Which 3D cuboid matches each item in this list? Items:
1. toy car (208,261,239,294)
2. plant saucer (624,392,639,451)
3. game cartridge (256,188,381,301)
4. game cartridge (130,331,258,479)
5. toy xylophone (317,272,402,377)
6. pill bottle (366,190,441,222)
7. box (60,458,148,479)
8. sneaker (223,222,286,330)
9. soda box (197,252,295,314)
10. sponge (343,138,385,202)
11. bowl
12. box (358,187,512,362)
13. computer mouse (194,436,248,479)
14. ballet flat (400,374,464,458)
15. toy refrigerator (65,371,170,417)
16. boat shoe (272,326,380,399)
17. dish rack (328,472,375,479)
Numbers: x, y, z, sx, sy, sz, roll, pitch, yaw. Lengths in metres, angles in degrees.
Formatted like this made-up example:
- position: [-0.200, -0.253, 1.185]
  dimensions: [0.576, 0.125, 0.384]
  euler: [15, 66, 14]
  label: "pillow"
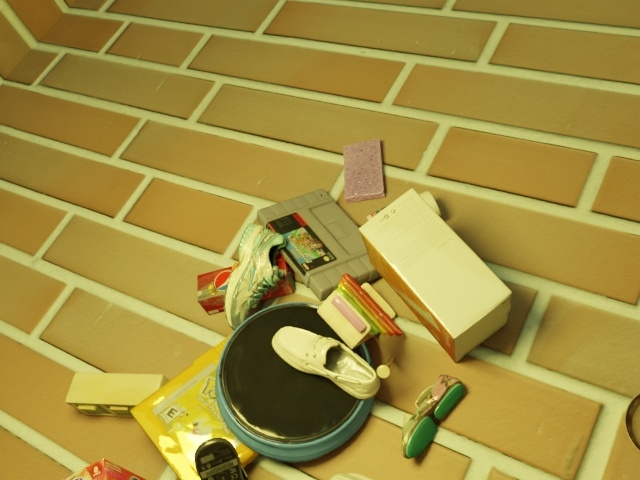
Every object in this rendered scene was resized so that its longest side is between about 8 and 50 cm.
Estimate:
- position: [-0.243, 0.103, 1.834]
  dimensions: [0.060, 0.041, 0.122]
  euler: [32, 70, 35]
  label: "toy car"
- position: [0.714, 0.383, 1.400]
  dimensions: [0.168, 0.029, 0.169]
  euler: [-10, 53, 14]
  label: "plant saucer"
- position: [0.000, 0.000, 1.862]
  dimensions: [0.230, 0.068, 0.355]
  euler: [-17, 47, -28]
  label: "game cartridge"
- position: [-0.248, 0.416, 1.654]
  dimensions: [0.323, 0.053, 0.285]
  euler: [-37, 64, -20]
  label: "game cartridge"
- position: [0.107, 0.194, 1.604]
  dimensions: [0.236, 0.322, 0.081]
  euler: [45, 102, 4]
  label: "toy xylophone"
- position: [0.225, -0.058, 1.837]
  dimensions: [0.180, 0.108, 0.108]
  euler: [-27, 52, 0]
  label: "pill bottle"
- position: [-0.458, 0.604, 1.535]
  dimensions: [0.122, 0.257, 0.128]
  euler: [-28, 52, 2]
  label: "box"
- position: [-0.165, 0.099, 1.761]
  dimensions: [0.122, 0.110, 0.283]
  euler: [12, 81, 10]
  label: "sneaker"
- position: [-0.205, 0.120, 1.888]
  dimensions: [0.263, 0.083, 0.092]
  euler: [-14, 51, 10]
  label: "soda box"
- position: [0.128, -0.207, 2.025]
  dimensions: [0.117, 0.031, 0.210]
  euler: [-10, 55, 14]
  label: "sponge"
- position: [-0.062, 0.323, 1.637]
  dimensions: [0.390, 0.077, 0.391]
  euler: [-1, 56, 2]
  label: "bowl"
- position: [0.269, 0.084, 1.617]
  dimensions: [0.168, 0.215, 0.345]
  euler: [-37, 63, -6]
  label: "box"
- position: [-0.239, 0.565, 1.519]
  dimensions: [0.184, 0.262, 0.060]
  euler: [-25, 12, -6]
  label: "computer mouse"
- position: [0.238, 0.394, 1.549]
  dimensions: [0.221, 0.077, 0.079]
  euler: [-48, 36, -21]
  label: "ballet flat"
- position: [-0.518, 0.410, 1.791]
  dimensions: [0.269, 0.102, 0.094]
  euler: [-2, 56, 18]
  label: "toy refrigerator"
- position: [0.013, 0.262, 1.571]
  dimensions: [0.277, 0.096, 0.098]
  euler: [23, 60, 16]
  label: "boat shoe"
- position: [0.040, 0.632, 1.374]
  dimensions: [0.285, 0.072, 0.333]
  euler: [-2, 52, 53]
  label: "dish rack"
